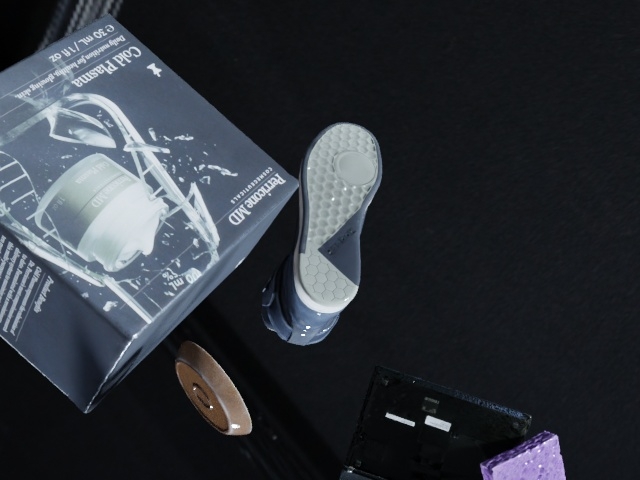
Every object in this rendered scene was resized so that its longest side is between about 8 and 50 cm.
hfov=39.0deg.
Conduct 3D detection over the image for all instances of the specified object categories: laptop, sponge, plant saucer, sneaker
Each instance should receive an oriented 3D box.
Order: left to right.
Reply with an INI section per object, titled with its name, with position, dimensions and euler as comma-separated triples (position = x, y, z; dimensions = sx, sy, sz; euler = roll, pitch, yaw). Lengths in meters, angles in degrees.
[plant saucer]
position = -0.166, 0.227, 1.347
dimensions = 0.168, 0.029, 0.168
euler = 39, -31, 28
[sneaker]
position = -0.002, 0.000, 0.947
dimensions = 0.086, 0.226, 0.163
euler = 16, -32, -6
[laptop]
position = 0.162, 0.323, 1.370
dimensions = 0.234, 0.136, 0.265
euler = 17, -77, 5
[sponge]
position = 0.296, 0.381, 1.263
dimensions = 0.031, 0.117, 0.210
euler = 16, -56, 62

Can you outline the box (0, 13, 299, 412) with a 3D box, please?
[box]
position = -0.383, -0.060, 1.551
dimensions = 0.471, 0.480, 0.297
euler = 42, -43, 1
